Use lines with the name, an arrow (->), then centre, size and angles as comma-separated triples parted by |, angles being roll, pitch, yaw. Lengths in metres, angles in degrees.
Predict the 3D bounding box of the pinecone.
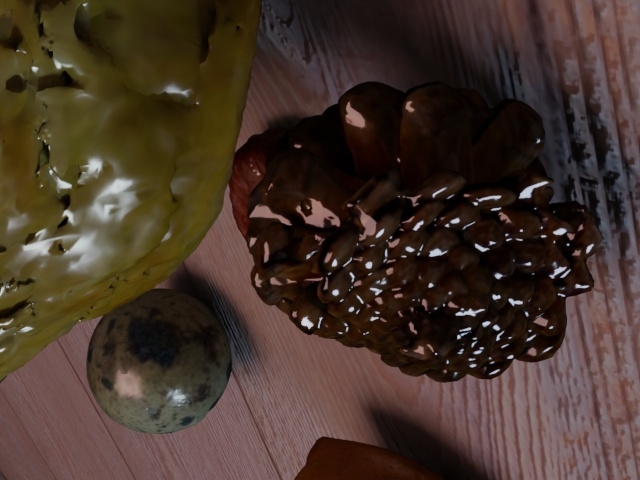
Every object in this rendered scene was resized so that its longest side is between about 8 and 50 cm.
pinecone -> 0.049, -0.006, 0.609 | 0.179, 0.149, 0.195 | 18, 176, -25

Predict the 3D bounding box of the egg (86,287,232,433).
egg -> -0.159, 0.120, 1.118 | 0.141, 0.141, 0.181 | 49, 162, 2

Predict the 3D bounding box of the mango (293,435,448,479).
mango -> 0.100, 0.317, 0.927 | 0.350, 0.201, 0.199 | 37, -179, 9

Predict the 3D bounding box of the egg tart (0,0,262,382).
egg tart -> -0.128, -0.111, 0.599 | 0.178, 0.443, 0.443 | 10, 154, -10

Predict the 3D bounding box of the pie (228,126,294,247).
pie -> 0.000, 0.000, 0.817 | 0.182, 0.050, 0.182 | 39, 153, 24
